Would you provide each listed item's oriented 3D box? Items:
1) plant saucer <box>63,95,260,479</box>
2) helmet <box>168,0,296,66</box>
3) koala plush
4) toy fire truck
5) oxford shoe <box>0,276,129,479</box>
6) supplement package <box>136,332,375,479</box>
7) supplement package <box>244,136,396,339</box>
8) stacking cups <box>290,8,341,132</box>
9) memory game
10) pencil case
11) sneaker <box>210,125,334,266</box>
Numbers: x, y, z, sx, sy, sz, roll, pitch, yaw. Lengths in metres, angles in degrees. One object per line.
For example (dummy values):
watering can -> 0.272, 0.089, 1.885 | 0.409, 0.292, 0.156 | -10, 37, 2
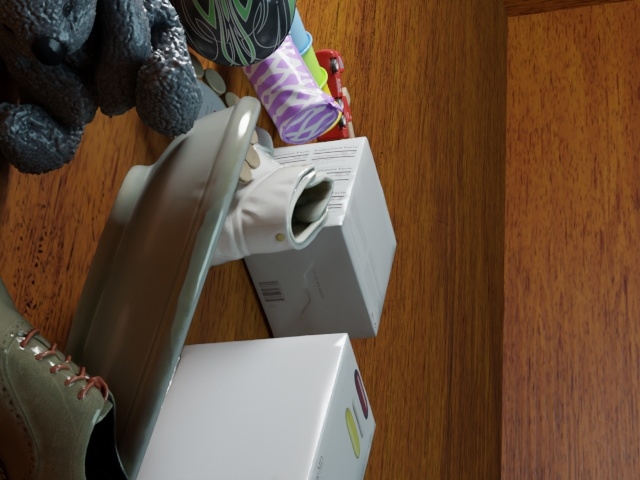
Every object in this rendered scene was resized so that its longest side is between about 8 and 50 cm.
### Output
plant saucer -> -0.162, 0.044, 1.355 | 0.400, 0.100, 0.401 | -161, -90, -87
helmet -> -0.104, -0.291, 1.710 | 0.169, 0.169, 0.162 | 47, 32, -63
koala plush -> -0.231, -0.202, 1.247 | 0.221, 0.196, 0.203 | 51, 26, -61
toy fire truck -> 0.029, -0.208, 2.307 | 0.135, 0.047, 0.192 | -26, 108, -73
oxford shoe -> -0.231, 0.112, 1.172 | 0.123, 0.130, 0.348 | -56, 127, -67
supplement package -> -0.070, 0.242, 1.572 | 0.262, 0.204, 0.145 | -73, 152, -51
supplement package -> 0.000, 0.000, 1.970 | 0.203, 0.149, 0.194 | -74, 153, -50
stacking cups -> -0.067, -0.286, 1.981 | 0.096, 0.096, 0.316 | -76, 149, -48
memory game -> -0.135, -0.145, 1.684 | 0.186, 0.012, 0.186 | 40, 31, -31
pencil case -> -0.052, -0.222, 1.856 | 0.206, 0.088, 0.086 | 62, 12, 20
sneaker -> -0.056, -0.061, 1.781 | 0.292, 0.169, 0.108 | -71, 149, -56
